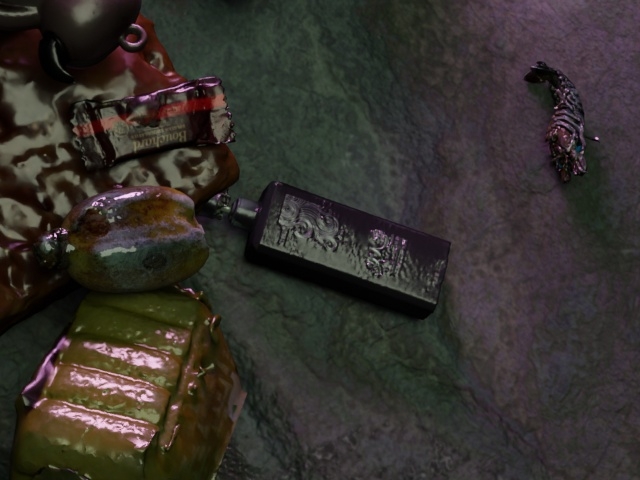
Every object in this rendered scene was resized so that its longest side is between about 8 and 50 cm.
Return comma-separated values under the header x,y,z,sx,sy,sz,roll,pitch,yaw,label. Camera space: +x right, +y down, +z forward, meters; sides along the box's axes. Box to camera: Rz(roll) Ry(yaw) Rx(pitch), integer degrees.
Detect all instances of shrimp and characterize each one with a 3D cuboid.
x,y,z,sx,sy,sz,roll,pitch,yaw,label
0.322,-0.156,2.060,0.076,0.082,0.174,-7,69,-14,shrimp

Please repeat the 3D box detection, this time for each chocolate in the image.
x,y,z,sx,sy,sz,roll,pitch,yaw,label
-0.184,-0.130,1.749,0.182,0.028,0.086,-11,82,-25,chocolate

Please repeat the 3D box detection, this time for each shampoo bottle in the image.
x,y,z,sx,sy,sz,roll,pitch,yaw,label
0.000,0.001,1.919,0.309,0.071,0.098,19,72,-9,shampoo bottle

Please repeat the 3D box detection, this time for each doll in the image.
x,y,z,sx,sy,sz,roll,pitch,yaw,label
-0.296,-0.278,1.710,0.257,0.117,0.182,36,67,-2,doll

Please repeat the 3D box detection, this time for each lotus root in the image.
x,y,z,sx,sy,sz,roll,pitch,yaw,label
-0.209,0.001,1.677,0.192,0.088,0.113,-9,75,-27,lotus root

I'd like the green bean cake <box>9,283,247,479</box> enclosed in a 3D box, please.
x,y,z,sx,sy,sz,roll,pitch,yaw,label
-0.192,0.221,1.712,0.202,0.285,0.310,14,44,8,green bean cake

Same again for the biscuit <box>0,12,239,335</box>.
x,y,z,sx,sy,sz,roll,pitch,yaw,label
-0.335,-0.101,1.793,0.395,0.166,0.343,-31,83,-24,biscuit
